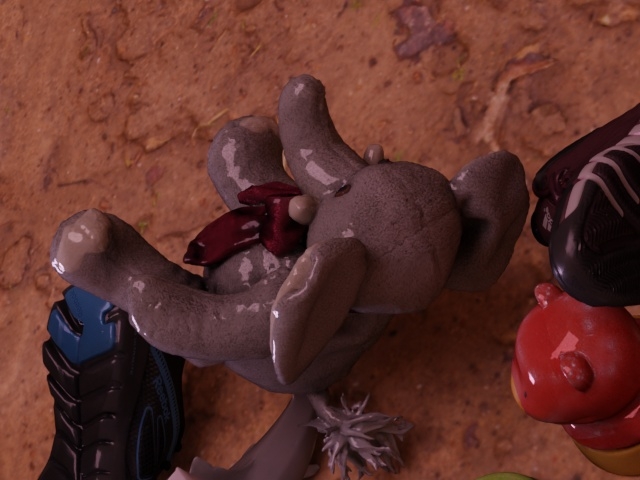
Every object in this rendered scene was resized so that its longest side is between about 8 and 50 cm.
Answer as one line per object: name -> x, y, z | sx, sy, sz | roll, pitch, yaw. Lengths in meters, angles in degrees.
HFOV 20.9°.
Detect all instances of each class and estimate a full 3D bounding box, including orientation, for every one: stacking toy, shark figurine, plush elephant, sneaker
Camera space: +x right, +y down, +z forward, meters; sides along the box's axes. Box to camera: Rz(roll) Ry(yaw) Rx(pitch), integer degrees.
stacking toy -> 0.172, 0.198, 1.179 | 0.279, 0.130, 0.309 | -43, 42, 14
shark figurine -> -0.062, 0.172, 1.437 | 0.166, 0.116, 0.278 | 24, 85, 47
plush elephant -> 0.000, 0.000, 1.334 | 0.330, 0.272, 0.255 | 50, 134, 14
sneaker -> 0.202, -0.014, 1.267 | 0.162, 0.106, 0.281 | -31, 8, 42
sneaker -> -0.179, 0.206, 1.530 | 0.125, 0.140, 0.341 | 16, 95, 38

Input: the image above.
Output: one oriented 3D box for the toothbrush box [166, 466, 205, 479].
toothbrush box -> -0.006, 0.319, 1.192 | 0.126, 0.216, 0.295 | -50, 45, 6
